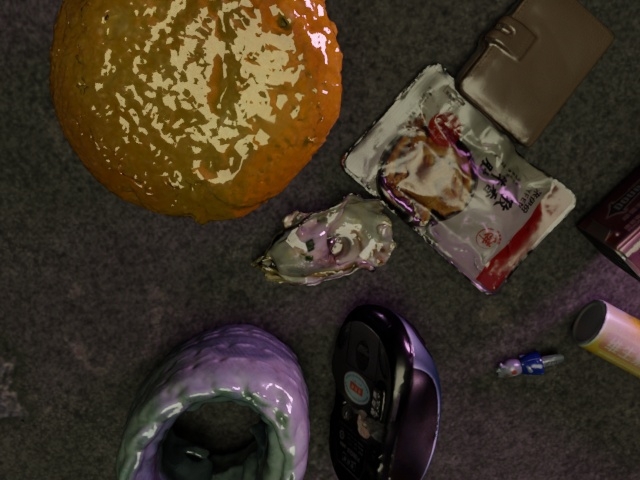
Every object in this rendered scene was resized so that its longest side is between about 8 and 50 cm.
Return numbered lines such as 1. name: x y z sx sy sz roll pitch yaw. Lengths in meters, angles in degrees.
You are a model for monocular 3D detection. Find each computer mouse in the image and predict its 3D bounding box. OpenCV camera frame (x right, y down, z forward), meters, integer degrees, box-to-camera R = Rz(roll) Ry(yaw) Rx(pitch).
1. computer mouse: 0.076 0.186 0.787 0.097 0.137 0.233 0 106 -23

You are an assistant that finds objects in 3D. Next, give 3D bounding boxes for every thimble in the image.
1. thimble: -0.117 0.225 0.766 0.205 0.172 0.250 33 101 -13

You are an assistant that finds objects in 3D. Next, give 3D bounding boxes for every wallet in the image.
1. wallet: 0.223 -0.189 0.723 0.118 0.039 0.152 39 94 -13

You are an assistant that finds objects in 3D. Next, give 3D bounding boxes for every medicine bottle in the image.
1. medicine bottle: 0.410 0.146 0.819 0.218 0.074 0.073 27 103 -8

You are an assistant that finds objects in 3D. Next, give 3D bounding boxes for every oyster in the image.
1. oyster: 0.000 -0.001 0.765 0.166 0.053 0.108 -19 133 -5

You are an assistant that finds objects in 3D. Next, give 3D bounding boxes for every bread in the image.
1. bread: -0.099 -0.134 0.557 0.240 0.139 0.239 0 105 -2

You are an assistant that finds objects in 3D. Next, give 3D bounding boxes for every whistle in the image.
1. whistle: 0.255 0.153 0.836 0.083 0.029 0.033 -13 144 7

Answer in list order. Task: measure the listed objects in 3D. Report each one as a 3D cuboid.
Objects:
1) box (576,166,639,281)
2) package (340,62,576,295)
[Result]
1. box: 0.394 -0.061 0.731 0.069 0.120 0.224 41 99 -13
2. package: 0.157 -0.065 0.764 0.239 0.030 0.154 40 99 -12
